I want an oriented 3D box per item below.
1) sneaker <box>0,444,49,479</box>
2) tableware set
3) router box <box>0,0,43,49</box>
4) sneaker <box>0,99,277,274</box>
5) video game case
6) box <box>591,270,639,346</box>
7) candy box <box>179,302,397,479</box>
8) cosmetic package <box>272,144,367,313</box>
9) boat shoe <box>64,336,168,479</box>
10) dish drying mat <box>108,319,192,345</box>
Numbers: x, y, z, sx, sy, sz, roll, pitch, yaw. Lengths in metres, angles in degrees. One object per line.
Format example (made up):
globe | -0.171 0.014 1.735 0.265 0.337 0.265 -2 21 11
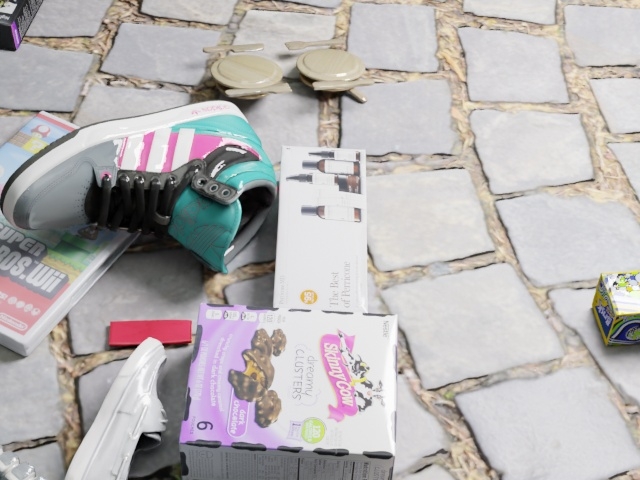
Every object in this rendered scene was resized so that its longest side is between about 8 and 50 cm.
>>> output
sneaker | -0.274 0.261 1.011 0.228 0.086 0.132 27 54 19
tableware set | -0.039 -0.198 1.471 0.194 0.039 0.128 -6 37 -17
router box | -0.458 -0.314 1.546 0.178 0.046 0.133 9 48 5
sneaker | -0.163 -0.034 1.242 0.295 0.124 0.178 -22 55 -30
video game case | -0.311 -0.018 1.300 0.204 0.025 0.285 24 51 18
box | 0.374 0.066 1.241 0.168 0.054 0.059 -4 48 -6
candy box | -0.026 0.147 1.134 0.196 0.070 0.165 3 48 0
cosmetic package | 0.000 0.000 1.276 0.098 0.060 0.239 1 48 -1
boat shoe | -0.176 0.174 1.109 0.063 0.066 0.184 22 49 3
dish drying mat | -0.172 0.094 1.217 0.083 0.008 0.032 -2 47 -4
